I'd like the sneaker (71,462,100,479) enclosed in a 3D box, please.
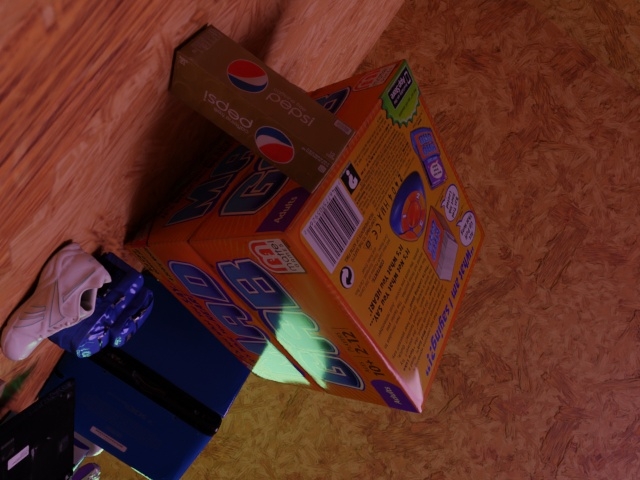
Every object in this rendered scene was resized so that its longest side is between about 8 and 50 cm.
[{"bbox_3d":[-0.659,0.592,1.068,0.293,0.146,0.102,-38,159,-28],"label":"sneaker"}]

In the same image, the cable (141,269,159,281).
[{"bbox_3d":[-0.296,0.108,1.000,0.151,0.184,0.047,84,6,-54],"label":"cable"}]

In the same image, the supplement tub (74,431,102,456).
[{"bbox_3d":[-0.499,0.365,1.073,0.144,0.144,0.200,-51,-174,33],"label":"supplement tub"}]

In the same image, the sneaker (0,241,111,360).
[{"bbox_3d":[-0.288,0.078,0.511,0.152,0.061,0.054,-52,-173,10],"label":"sneaker"}]

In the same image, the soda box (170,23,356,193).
[{"bbox_3d":[-0.059,-0.132,0.482,0.058,0.181,0.061,-58,-174,-34],"label":"soda box"}]

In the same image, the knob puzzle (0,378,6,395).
[{"bbox_3d":[-0.426,0.250,0.488,0.213,0.030,0.213,-54,-175,8],"label":"knob puzzle"}]

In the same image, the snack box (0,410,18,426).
[{"bbox_3d":[-0.558,0.426,0.722,0.322,0.060,0.187,-58,-174,-32],"label":"snack box"}]

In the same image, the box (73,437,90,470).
[{"bbox_3d":[-0.542,0.429,0.931,0.137,0.126,0.072,-51,-176,36],"label":"box"}]

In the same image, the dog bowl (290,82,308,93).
[{"bbox_3d":[-0.002,-0.228,1.070,0.104,0.265,0.265,-51,-175,5],"label":"dog bowl"}]

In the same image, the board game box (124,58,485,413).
[{"bbox_3d":[0.000,0.000,0.770,0.356,0.356,0.357,-4,-138,42],"label":"board game box"}]

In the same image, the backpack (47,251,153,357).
[{"bbox_3d":[-0.285,0.092,0.609,0.120,0.101,0.098,-54,177,-37],"label":"backpack"}]

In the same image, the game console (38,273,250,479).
[{"bbox_3d":[-0.313,0.258,0.890,0.250,0.293,0.173,-53,-175,15],"label":"game console"}]

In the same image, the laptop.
[{"bbox_3d":[-0.454,0.342,0.620,0.234,0.136,0.265,-58,154,-80],"label":"laptop"}]
